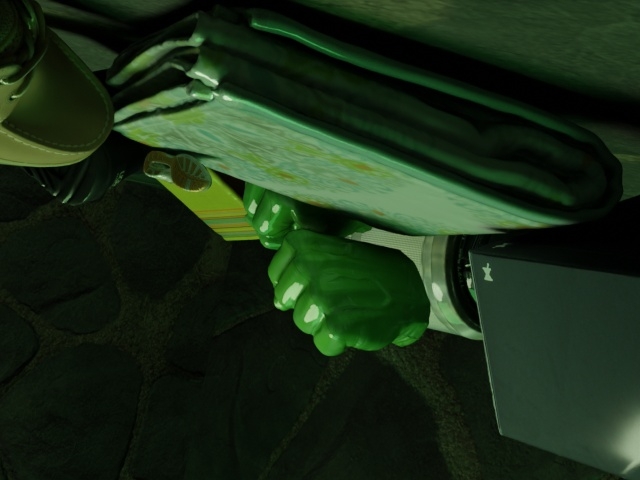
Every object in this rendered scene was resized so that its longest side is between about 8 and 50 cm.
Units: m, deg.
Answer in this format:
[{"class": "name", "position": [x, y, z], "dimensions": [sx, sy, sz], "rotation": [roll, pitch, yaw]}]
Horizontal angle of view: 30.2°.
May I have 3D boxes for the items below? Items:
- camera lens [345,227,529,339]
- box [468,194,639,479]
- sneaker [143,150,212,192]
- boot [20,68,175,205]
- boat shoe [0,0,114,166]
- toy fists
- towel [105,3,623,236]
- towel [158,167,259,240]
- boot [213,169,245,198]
[{"class": "camera lens", "position": [0.158, 0.010, 1.616], "dimensions": [0.219, 0.220, 0.274], "rotation": [13, 178, -39]}, {"class": "box", "position": [0.352, 0.064, 0.959], "dimensions": [0.312, 0.179, 0.343], "rotation": [-16, -168, -27]}, {"class": "sneaker", "position": [-0.122, -0.063, 1.077], "dimensions": [0.083, 0.032, 0.037], "rotation": [23, -175, 40]}, {"class": "boot", "position": [-0.243, -0.144, 1.163], "dimensions": [0.246, 0.094, 0.207], "rotation": [42, -152, 9]}, {"class": "boat shoe", "position": [-0.265, -0.142, 0.891], "dimensions": [0.110, 0.122, 0.341], "rotation": [1, 165, 35]}, {"class": "toy fists", "position": [0.000, 0.000, 1.219], "dimensions": [0.142, 0.279, 0.096], "rotation": [11, 134, -36]}, {"class": "towel", "position": [0.019, -0.090, 1.014], "dimensions": [0.374, 0.090, 0.320], "rotation": [20, 173, -23]}, {"class": "towel", "position": [-0.157, -0.067, 1.661], "dimensions": [0.102, 0.021, 0.237], "rotation": [-3, 149, 34]}, {"class": "boot", "position": [-0.180, -0.128, 1.692], "dimensions": [0.220, 0.109, 0.283], "rotation": [18, -178, -28]}]
